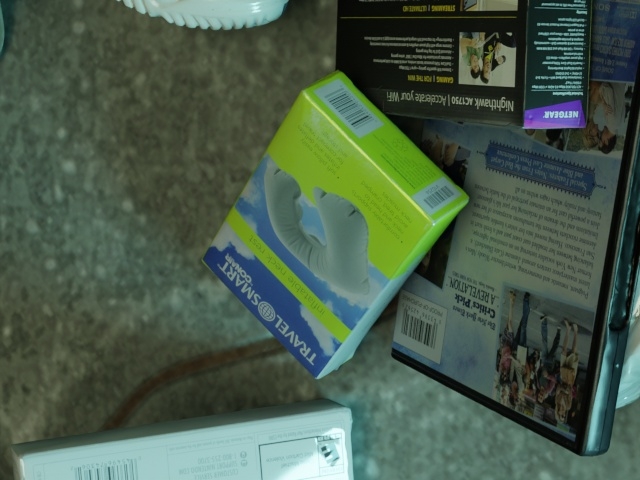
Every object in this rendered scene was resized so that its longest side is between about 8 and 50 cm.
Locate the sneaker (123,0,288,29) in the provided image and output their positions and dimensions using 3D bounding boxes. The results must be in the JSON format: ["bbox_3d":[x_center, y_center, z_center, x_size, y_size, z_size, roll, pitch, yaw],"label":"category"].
[{"bbox_3d":[-0.100,-0.236,0.835,0.235,0.094,0.153,43,136,28],"label":"sneaker"}]

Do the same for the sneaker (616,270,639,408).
[{"bbox_3d":[0.173,-0.023,0.773,0.115,0.090,0.232,26,100,29],"label":"sneaker"}]

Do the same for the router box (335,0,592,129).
[{"bbox_3d":[0.072,-0.132,0.770,0.179,0.046,0.133,15,106,58],"label":"router box"}]

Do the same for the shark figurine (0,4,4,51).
[{"bbox_3d":[-0.279,-0.131,0.926,0.166,0.116,0.278,39,107,-5],"label":"shark figurine"}]

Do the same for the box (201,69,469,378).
[{"bbox_3d":[0.000,0.000,0.835,0.109,0.042,0.178,46,135,12],"label":"box"}]

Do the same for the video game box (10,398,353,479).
[{"bbox_3d":[-0.075,0.202,0.861,0.048,0.205,0.187,-176,81,-70],"label":"video game box"}]

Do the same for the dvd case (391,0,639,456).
[{"bbox_3d":[0.111,-0.031,0.775,0.180,0.022,0.253,23,109,56],"label":"dvd case"}]
